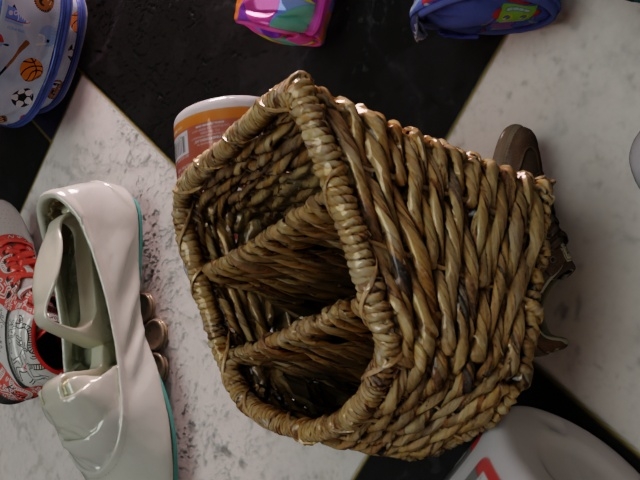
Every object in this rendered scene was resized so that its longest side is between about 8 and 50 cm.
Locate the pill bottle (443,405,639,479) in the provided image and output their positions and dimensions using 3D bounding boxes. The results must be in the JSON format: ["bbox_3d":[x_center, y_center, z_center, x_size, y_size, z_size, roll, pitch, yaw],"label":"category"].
[{"bbox_3d":[0.119,0.278,0.781,0.161,0.161,0.283,49,116,35],"label":"pill bottle"}]

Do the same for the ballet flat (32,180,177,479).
[{"bbox_3d":[-0.254,0.122,1.146,0.139,0.139,0.400,-22,70,38],"label":"ballet flat"}]

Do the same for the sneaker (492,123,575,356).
[{"bbox_3d":[0.175,0.001,0.849,0.071,0.066,0.188,5,92,26],"label":"sneaker"}]

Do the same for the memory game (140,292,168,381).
[{"bbox_3d":[-0.238,0.139,1.226,0.186,0.012,0.186,-8,78,42],"label":"memory game"}]

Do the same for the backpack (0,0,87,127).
[{"bbox_3d":[-0.420,-0.260,1.317,0.263,0.213,0.276,30,110,49],"label":"backpack"}]

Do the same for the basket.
[{"bbox_3d":[-0.001,0.045,0.800,0.299,0.223,0.213,-26,48,61],"label":"basket"}]

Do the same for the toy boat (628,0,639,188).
[{"bbox_3d":[0.221,-0.185,0.722,0.148,0.267,0.318,-31,92,15],"label":"toy boat"}]

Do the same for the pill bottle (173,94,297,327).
[{"bbox_3d":[-0.078,-0.023,1.030,0.121,0.121,0.216,-17,74,40],"label":"pill bottle"}]

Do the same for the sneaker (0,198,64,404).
[{"bbox_3d":[-0.358,0.058,1.288,0.145,0.090,0.270,-24,69,42],"label":"sneaker"}]

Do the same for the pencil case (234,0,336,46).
[{"bbox_3d":[-0.009,-0.309,1.026,0.104,0.104,0.236,26,103,41],"label":"pencil case"}]

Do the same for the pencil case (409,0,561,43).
[{"bbox_3d":[0.131,-0.315,0.885,0.133,0.119,0.306,161,110,-63],"label":"pencil case"}]
